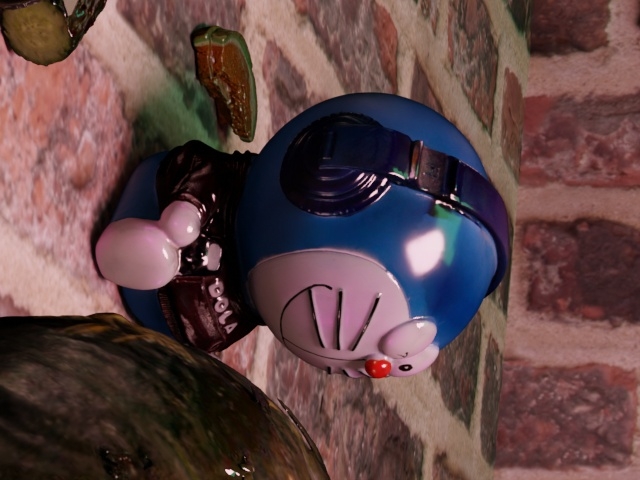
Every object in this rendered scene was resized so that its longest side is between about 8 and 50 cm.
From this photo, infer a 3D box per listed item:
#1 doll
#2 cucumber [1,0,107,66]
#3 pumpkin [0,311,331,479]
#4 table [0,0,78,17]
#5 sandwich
[{"bbox_3d":[0.000,0.000,1.630,0.284,0.310,0.240,63,31,-57],"label":"doll"},{"bbox_3d":[-0.165,-0.242,1.499,0.293,0.067,0.067,-72,156,-45],"label":"cucumber"},{"bbox_3d":[-0.153,0.259,1.094,0.454,0.344,0.454,-3,90,-68],"label":"pumpkin"},{"bbox_3d":[-0.204,-0.213,1.232,0.175,0.146,0.062,-73,159,-43],"label":"table"},{"bbox_3d":[-0.084,-0.152,1.818,0.135,0.029,0.067,68,27,-50],"label":"sandwich"}]
